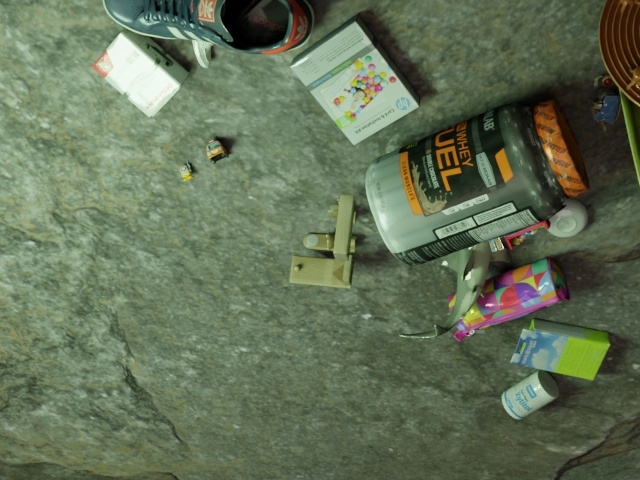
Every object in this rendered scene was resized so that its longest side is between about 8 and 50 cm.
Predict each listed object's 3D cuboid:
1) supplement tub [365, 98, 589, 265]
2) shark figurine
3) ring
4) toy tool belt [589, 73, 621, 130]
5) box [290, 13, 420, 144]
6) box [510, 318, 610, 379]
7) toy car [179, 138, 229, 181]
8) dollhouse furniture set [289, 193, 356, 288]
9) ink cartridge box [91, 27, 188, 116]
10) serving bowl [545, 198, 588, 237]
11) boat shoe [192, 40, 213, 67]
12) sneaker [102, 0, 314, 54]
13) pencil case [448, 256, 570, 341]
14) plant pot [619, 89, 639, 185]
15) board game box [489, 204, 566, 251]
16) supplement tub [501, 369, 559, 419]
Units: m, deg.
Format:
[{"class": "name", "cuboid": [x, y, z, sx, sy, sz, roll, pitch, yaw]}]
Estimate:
[{"class": "supplement tub", "cuboid": [0.265, -0.101, 1.389, 0.338, 0.207, 0.207, -22, 120, 24]}, {"class": "shark figurine", "cuboid": [0.262, 0.075, 1.574, 0.166, 0.278, 0.116, 23, 175, -42]}, {"class": "ring", "cuboid": [0.559, -0.299, 1.119, 0.336, 0.337, 0.032, -5, 156, 14]}, {"class": "toy tool belt", "cuboid": [0.475, -0.228, 1.349, 0.052, 0.051, 0.083, 2, 127, 9]}, {"class": "box", "cuboid": [0.061, -0.273, 1.406, 0.145, 0.038, 0.186, -28, 118, 28]}, {"class": "box", "cuboid": [0.495, 0.225, 1.693, 0.178, 0.042, 0.109, 11, 127, 3]}, {"class": "toy car", "cuboid": [-0.229, -0.155, 1.544, 0.122, 0.060, 0.041, -25, 87, 19]}, {"class": "dollhouse furniture set", "cuboid": [0.000, 0.000, 1.558, 0.123, 0.144, 0.151, 5, 164, 8]}, {"class": "ink cartridge box", "cuboid": [-0.319, -0.302, 1.446, 0.135, 0.056, 0.099, 42, 124, -19]}, {"class": "serving bowl", "cuboid": [0.456, -0.037, 1.513, 0.083, 0.027, 0.083, 6, 128, 8]}, {"class": "boat shoe", "cuboid": [-0.199, -0.347, 1.405, 0.035, 0.035, 0.100, -1, 120, 15]}, {"class": "sneaker", "cuboid": [-0.186, -0.372, 1.294, 0.350, 0.148, 0.131, 6, 109, 3]}, {"class": "pencil case", "cuboid": [0.367, 0.117, 1.603, 0.236, 0.104, 0.104, -27, 117, 27]}, {"class": "plant pot", "cuboid": [0.659, -0.111, 1.191, 0.353, 0.366, 0.366, -13, 123, 24]}, {"class": "board game box", "cuboid": [0.368, -0.016, 1.460, 0.033, 0.133, 0.168, 65, 157, -2]}, {"class": "supplement tub", "cuboid": [0.454, 0.336, 1.768, 0.071, 0.071, 0.107, 35, 125, -16]}]
